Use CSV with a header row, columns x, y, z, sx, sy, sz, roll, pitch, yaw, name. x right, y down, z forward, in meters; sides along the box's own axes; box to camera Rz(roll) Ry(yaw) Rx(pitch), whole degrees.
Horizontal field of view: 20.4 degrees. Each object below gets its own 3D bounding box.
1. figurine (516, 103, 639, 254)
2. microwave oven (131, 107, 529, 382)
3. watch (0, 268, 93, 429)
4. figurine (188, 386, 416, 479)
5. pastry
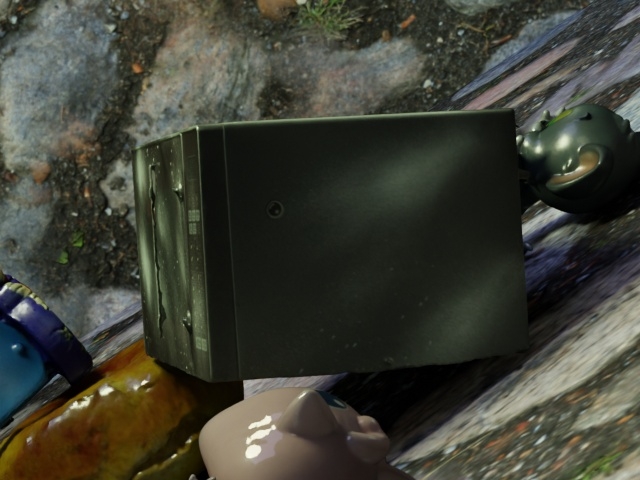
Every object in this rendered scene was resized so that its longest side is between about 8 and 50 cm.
x,y,z,sx,sy,sz,roll,pitch,yaw,name
0.241,-0.064,1.990,0.265,0.140,0.193,-44,-19,23,figurine
0.000,0.000,1.812,0.374,0.236,0.432,-5,2,-13,microwave oven
-0.384,0.151,2.084,0.200,0.171,0.196,-46,-7,-13,watch
-0.067,0.220,1.475,0.287,0.176,0.186,-46,29,22,figurine
-0.239,0.234,2.089,0.356,0.164,0.356,-36,3,2,pastry
